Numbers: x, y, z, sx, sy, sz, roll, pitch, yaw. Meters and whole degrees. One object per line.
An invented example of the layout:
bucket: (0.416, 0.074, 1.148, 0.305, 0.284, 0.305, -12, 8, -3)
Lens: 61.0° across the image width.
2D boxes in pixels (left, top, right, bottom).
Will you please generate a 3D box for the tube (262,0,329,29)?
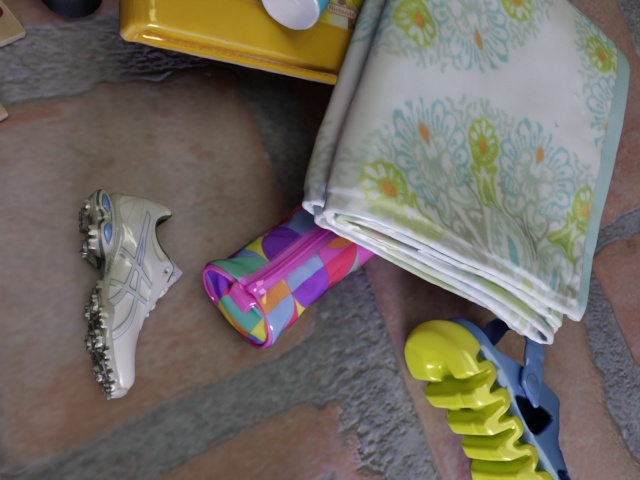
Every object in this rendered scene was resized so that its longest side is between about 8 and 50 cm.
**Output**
tube: (0.013, -0.274, 0.480, 0.080, 0.052, 0.207, 51, 54, -44)

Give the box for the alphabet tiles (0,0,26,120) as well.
alphabet tiles: (-0.429, -0.196, 0.411, 0.285, 0.011, 0.342, -41, 98, -28)

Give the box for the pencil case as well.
pencil case: (0.000, 0.000, 0.534, 0.236, 0.104, 0.104, -40, 98, -27)

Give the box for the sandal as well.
sandal: (0.221, 0.210, 0.589, 0.138, 0.126, 0.317, -24, 92, -33)

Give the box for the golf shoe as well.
golf shoe: (-0.157, 0.043, 0.466, 0.086, 0.069, 0.176, 1, 79, -33)

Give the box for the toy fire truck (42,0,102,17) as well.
toy fire truck: (-0.248, -0.368, 0.474, 0.246, 0.158, 0.217, 39, 64, -1)

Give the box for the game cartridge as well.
game cartridge: (-0.037, -0.318, 0.494, 0.285, 0.053, 0.323, -2, 92, -39)

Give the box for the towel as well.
towel: (0.169, -0.121, 0.539, 0.321, 0.090, 0.374, 27, 70, -27)
